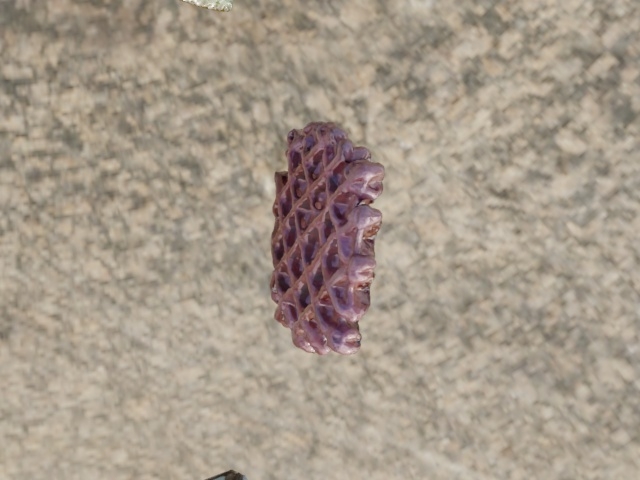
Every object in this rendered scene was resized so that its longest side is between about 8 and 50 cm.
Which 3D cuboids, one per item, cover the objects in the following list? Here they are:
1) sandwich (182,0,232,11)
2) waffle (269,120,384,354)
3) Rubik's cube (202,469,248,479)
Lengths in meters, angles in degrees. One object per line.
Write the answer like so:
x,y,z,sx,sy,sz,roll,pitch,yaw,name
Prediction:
-0.137,-0.313,1.227,0.128,0.235,0.122,14,116,-35,sandwich
0.000,0.000,1.337,0.055,0.221,0.234,0,107,-23,waffle
-0.158,0.498,1.639,0.288,0.293,0.283,-22,120,20,Rubik's cube
